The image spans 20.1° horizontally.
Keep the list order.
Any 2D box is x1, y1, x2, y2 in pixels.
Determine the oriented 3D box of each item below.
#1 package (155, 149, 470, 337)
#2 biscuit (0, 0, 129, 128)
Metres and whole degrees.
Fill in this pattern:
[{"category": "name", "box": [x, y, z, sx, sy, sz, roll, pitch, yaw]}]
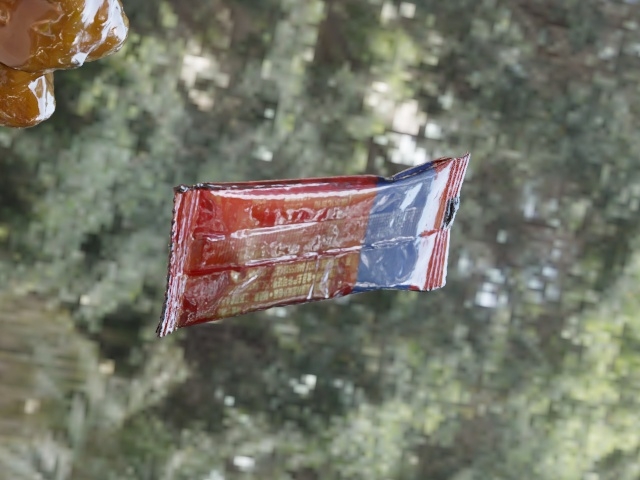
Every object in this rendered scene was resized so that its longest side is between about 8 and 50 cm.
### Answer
[{"category": "package", "box": [0.000, 0.000, 0.942, 0.022, 0.200, 0.083, 35, -58, 41]}, {"category": "biscuit", "box": [-0.254, -0.176, 0.872, 0.312, 0.318, 0.110, 82, 14, -53]}]
